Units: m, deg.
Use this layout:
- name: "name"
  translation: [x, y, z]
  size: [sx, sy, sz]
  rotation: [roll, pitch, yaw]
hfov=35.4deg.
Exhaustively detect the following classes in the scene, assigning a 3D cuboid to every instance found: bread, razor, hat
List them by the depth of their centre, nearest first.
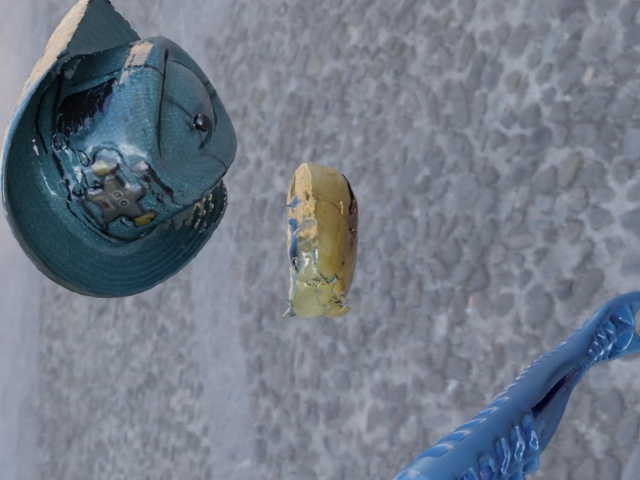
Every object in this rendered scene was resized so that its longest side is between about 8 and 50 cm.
- name: "razor"
  translation: [0.112, 0.068, 0.458]
  size: [0.042, 0.253, 0.082]
  rotation: [13, 114, 37]
- name: "hat"
  translation: [-0.088, -0.058, 0.527]
  size: [0.078, 0.138, 0.191]
  rotation: [-17, 35, 24]
- name: "bread"
  translation: [0.000, 0.000, 0.673]
  size: [0.106, 0.053, 0.072]
  rotation: [-93, 3, -49]
